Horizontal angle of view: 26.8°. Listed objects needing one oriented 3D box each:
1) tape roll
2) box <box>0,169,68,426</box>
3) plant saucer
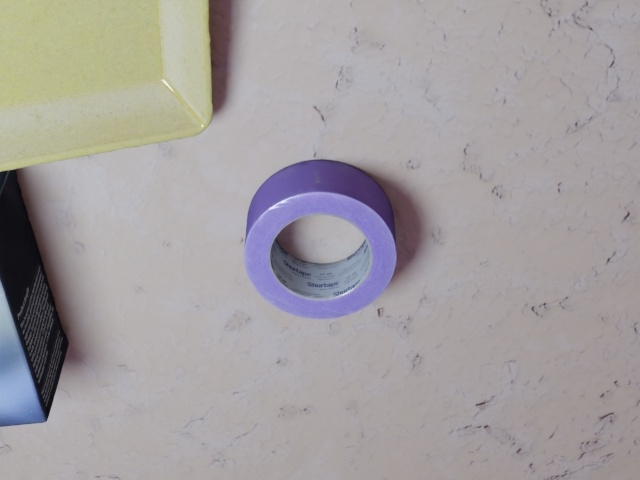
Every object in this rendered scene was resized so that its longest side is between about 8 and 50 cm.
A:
[{"bbox_3d":[0.000,0.000,1.668,0.189,0.080,0.189,0,124,0],"label":"tape roll"},{"bbox_3d":[-0.502,0.078,1.663,0.296,0.183,0.294,-7,122,5],"label":"box"},{"bbox_3d":[-0.289,-0.233,1.448,0.332,0.081,0.333,-12,140,-13],"label":"plant saucer"}]
